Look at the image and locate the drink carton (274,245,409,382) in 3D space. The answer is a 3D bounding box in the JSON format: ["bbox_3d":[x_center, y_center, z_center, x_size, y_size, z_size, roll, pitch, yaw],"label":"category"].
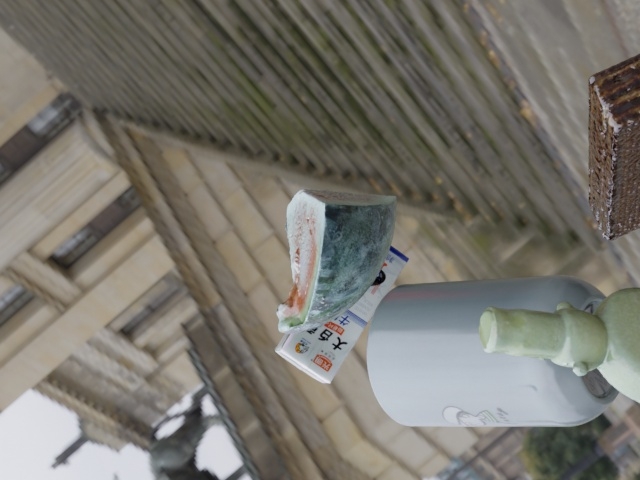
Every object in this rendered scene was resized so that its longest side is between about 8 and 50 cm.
[{"bbox_3d":[0.043,0.134,2.164,0.130,0.315,0.106,35,169,-3],"label":"drink carton"}]

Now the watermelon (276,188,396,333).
[{"bbox_3d":[0.000,0.000,1.814,0.213,0.320,0.289,39,170,22],"label":"watermelon"}]

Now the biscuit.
[{"bbox_3d":[0.373,-0.101,1.218,0.388,0.107,0.073,53,-166,-66],"label":"biscuit"}]

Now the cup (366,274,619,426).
[{"bbox_3d":[0.239,0.152,1.416,0.312,0.206,0.205,-8,136,43],"label":"cup"}]

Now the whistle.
[{"bbox_3d":[0.280,0.096,1.016,0.257,0.067,0.126,7,-132,-13],"label":"whistle"}]
